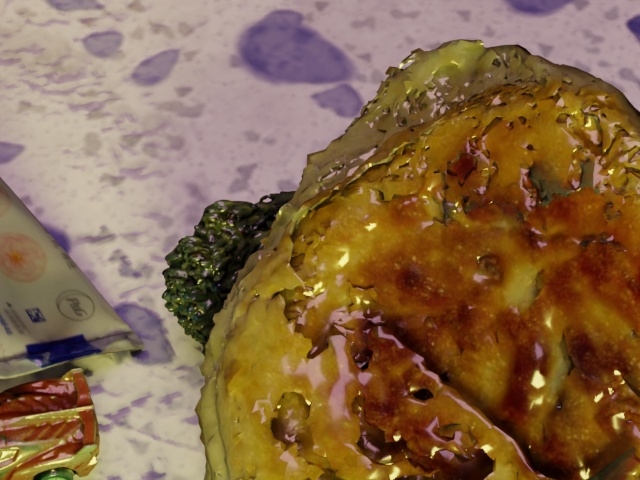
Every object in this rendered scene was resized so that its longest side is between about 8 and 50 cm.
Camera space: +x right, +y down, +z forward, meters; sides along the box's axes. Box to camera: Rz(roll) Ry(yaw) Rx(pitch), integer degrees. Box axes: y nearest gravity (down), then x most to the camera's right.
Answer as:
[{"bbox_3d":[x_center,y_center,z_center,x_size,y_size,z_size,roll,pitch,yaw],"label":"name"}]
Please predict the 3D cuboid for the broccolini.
[{"bbox_3d":[0.013,0.001,0.966,0.202,0.091,0.068,-21,17,-22],"label":"broccolini"}]

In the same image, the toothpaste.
[{"bbox_3d":[-0.222,-0.040,1.013,0.100,0.066,0.323,-9,46,-45],"label":"toothpaste"}]

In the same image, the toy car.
[{"bbox_3d":[-0.170,0.099,0.913,0.122,0.035,0.059,-8,54,-9],"label":"toy car"}]

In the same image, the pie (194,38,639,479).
[{"bbox_3d":[0.068,0.064,0.837,0.308,0.085,0.308,-4,76,18],"label":"pie"}]
